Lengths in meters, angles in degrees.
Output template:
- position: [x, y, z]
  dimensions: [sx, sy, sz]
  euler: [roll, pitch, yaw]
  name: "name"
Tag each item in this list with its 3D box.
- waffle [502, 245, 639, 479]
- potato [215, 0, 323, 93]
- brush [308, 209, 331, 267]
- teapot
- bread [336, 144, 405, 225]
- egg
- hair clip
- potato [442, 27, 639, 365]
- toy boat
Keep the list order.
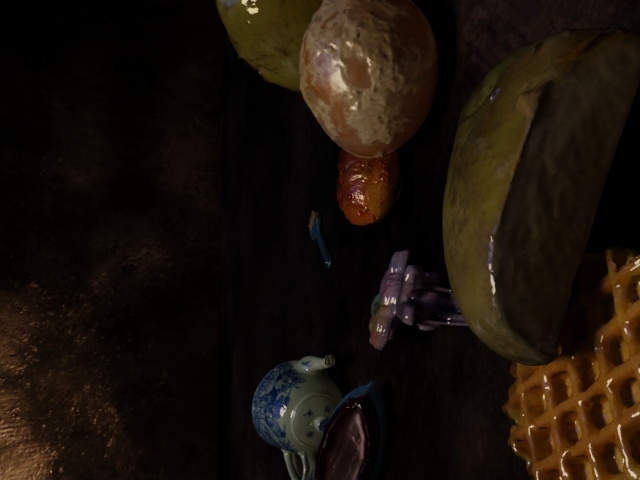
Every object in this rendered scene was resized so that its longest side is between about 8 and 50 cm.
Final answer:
- position: [0.235, 0.119, 0.738]
  dimensions: [0.243, 0.058, 0.238]
  euler: [-146, 65, -70]
  name: "waffle"
- position: [0.032, -0.361, 1.297]
  dimensions: [0.213, 0.330, 0.280]
  euler: [5, 115, 45]
  name: "potato"
- position: [0.000, 0.000, 1.680]
  dimensions: [0.164, 0.014, 0.051]
  euler: [-108, 25, -51]
  name: "brush"
- position: [-0.024, 0.295, 1.462]
  dimensions: [0.159, 0.159, 0.232]
  euler: [-161, 79, -74]
  name: "teapot"
- position: [0.072, -0.142, 1.304]
  dimensions: [0.139, 0.095, 0.269]
  euler: [139, 137, -59]
  name: "bread"
- position: [0.065, -0.227, 1.167]
  dimensions: [0.195, 0.195, 0.233]
  euler: [-146, 44, -72]
  name: "egg"
- position: [0.112, 0.076, 1.117]
  dimensions: [0.278, 0.090, 0.137]
  euler: [155, 126, -72]
  name: "hair clip"
- position: [0.169, -0.022, 0.763]
  dimensions: [0.269, 0.112, 0.255]
  euler: [116, 171, -58]
  name: "potato"
- position: [0.051, 0.312, 1.305]
  dimensions: [0.097, 0.100, 0.223]
  euler: [-30, -43, -65]
  name: "toy boat"
